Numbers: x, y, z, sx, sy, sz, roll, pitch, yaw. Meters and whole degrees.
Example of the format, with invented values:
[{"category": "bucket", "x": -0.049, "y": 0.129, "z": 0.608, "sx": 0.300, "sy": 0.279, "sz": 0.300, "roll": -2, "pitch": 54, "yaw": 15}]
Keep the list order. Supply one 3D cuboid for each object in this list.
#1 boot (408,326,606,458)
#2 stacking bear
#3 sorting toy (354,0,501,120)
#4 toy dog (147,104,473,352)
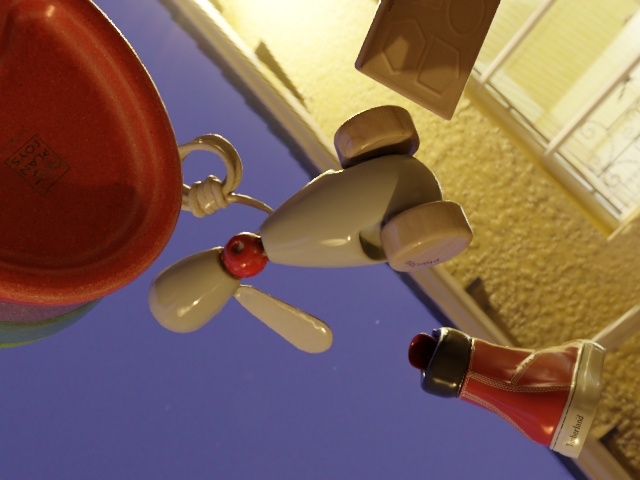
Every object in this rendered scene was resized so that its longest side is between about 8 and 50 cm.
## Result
[{"category": "boot", "x": 0.185, "y": 0.123, "z": 0.811, "sx": 0.176, "sy": 0.088, "sz": 0.244, "roll": 20, "pitch": -171, "yaw": 18}, {"category": "stacking bear", "x": -0.218, "y": -0.006, "z": 0.513, "sx": 0.164, "sy": 0.289, "sz": 0.175, "roll": 46, "pitch": -126, "yaw": -14}, {"category": "sorting toy", "x": 0.142, "y": -0.278, "z": 1.058, "sx": 0.208, "sy": 0.193, "sz": 0.038, "roll": 19, "pitch": -175, "yaw": -43}, {"category": "toy dog", "x": 0.000, "y": 0.000, "z": 0.833, "sx": 0.161, "sy": 0.334, "sz": 0.220, "roll": 35, "pitch": -127, "yaw": -59}]
